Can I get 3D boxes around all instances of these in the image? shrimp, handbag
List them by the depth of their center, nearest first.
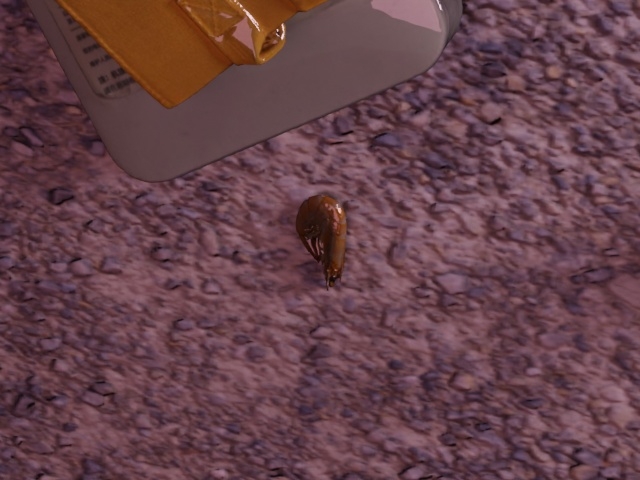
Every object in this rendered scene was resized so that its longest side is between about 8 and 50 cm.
[{"bbox_3d":[-0.071,-0.322,1.542,0.401,0.133,0.283,-34,105,24],"label":"handbag"},{"bbox_3d":[0.000,0.000,1.843,0.059,0.023,0.108,13,117,19],"label":"shrimp"}]

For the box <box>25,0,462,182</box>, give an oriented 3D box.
[{"bbox_3d":[-0.107,-0.293,1.689,0.396,0.111,0.397,-21,106,21],"label":"box"}]
